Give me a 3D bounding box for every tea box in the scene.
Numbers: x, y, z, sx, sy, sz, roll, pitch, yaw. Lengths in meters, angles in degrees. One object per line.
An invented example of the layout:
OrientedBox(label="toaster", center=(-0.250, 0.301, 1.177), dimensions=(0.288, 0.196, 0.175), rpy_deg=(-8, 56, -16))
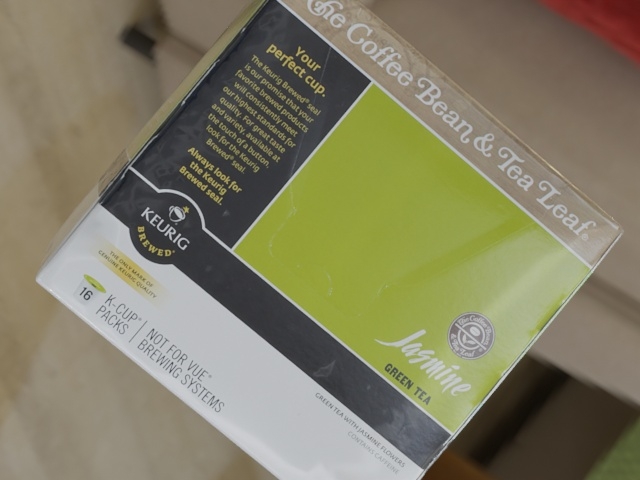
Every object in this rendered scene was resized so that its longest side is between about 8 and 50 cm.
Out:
OrientedBox(label="tea box", center=(0.000, 0.000, 1.582), dimensions=(0.323, 0.329, 0.220), rpy_deg=(-49, -172, 1))
